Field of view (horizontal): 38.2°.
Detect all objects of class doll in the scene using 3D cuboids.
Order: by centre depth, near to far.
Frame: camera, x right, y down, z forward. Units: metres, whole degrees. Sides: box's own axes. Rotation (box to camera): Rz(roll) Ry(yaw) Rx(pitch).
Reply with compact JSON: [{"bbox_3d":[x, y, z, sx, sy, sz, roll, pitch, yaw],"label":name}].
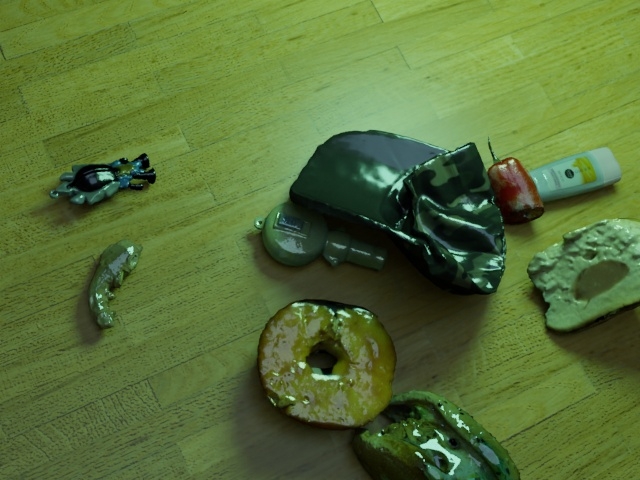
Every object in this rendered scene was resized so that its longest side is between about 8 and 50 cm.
[{"bbox_3d":[-0.403,-0.111,1.701,0.195,0.070,0.096,-18,58,-23],"label":"doll"}]

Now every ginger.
[{"bbox_3d":[-0.375,0.073,1.649,0.070,0.051,0.173,15,72,2],"label":"ginger"}]

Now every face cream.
[{"bbox_3d":[0.511,-0.131,1.876,0.198,0.057,0.084,-18,73,-15],"label":"face cream"}]

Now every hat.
[{"bbox_3d":[0.148,-0.041,1.741,0.382,0.257,0.366,2,37,24],"label":"hat"}]

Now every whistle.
[{"bbox_3d":[0.000,0.000,1.731,0.258,0.067,0.126,18,65,-6],"label":"whistle"}]

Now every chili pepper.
[{"bbox_3d":[0.370,-0.124,1.833,0.086,0.084,0.192,-19,78,-11],"label":"chili pepper"}]

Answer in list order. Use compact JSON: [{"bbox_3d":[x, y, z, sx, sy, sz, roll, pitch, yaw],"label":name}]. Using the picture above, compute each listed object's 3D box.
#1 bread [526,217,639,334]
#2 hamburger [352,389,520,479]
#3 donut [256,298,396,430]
[{"bbox_3d":[0.537,0.054,1.728,0.224,0.211,0.183,-20,81,-22],"label":"bread"},{"bbox_3d":[0.205,0.377,1.568,0.288,0.192,0.168,46,59,8],"label":"hamburger"},{"bbox_3d":[0.008,0.220,1.622,0.254,0.118,0.253,3,68,-6],"label":"donut"}]
